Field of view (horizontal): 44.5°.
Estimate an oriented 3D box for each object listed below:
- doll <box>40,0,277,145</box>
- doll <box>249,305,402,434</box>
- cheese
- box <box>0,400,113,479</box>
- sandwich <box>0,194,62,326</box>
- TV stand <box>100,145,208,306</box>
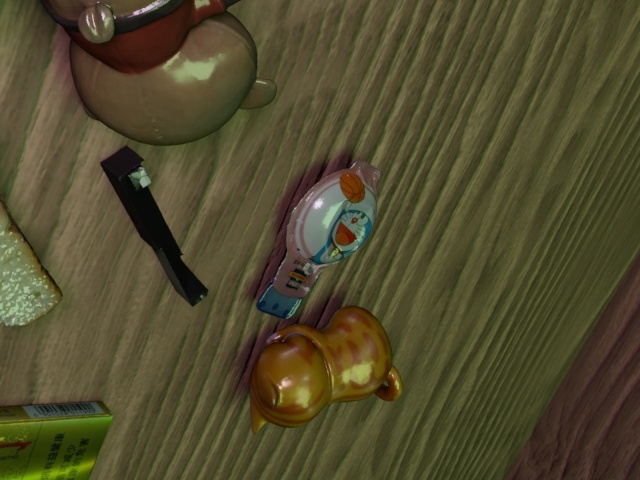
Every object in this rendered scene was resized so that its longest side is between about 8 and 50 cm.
[{"bbox_3d":[-0.171,-0.213,0.772,0.235,0.174,0.330,-6,154,6],"label":"doll"},{"bbox_3d":[0.000,0.218,1.328,0.270,0.162,0.166,-14,143,-26],"label":"doll"},{"bbox_3d":[0.000,0.000,1.227,0.189,0.074,0.286,28,98,-50],"label":"cheese"},{"bbox_3d":[-0.439,0.300,1.028,0.311,0.043,0.172,8,109,-49],"label":"box"},{"bbox_3d":[-0.422,0.014,0.790,0.254,0.100,0.288,-39,140,-27],"label":"sandwich"},{"bbox_3d":[-0.211,-0.010,1.027,0.040,0.049,0.256,-39,139,-20],"label":"TV stand"}]
